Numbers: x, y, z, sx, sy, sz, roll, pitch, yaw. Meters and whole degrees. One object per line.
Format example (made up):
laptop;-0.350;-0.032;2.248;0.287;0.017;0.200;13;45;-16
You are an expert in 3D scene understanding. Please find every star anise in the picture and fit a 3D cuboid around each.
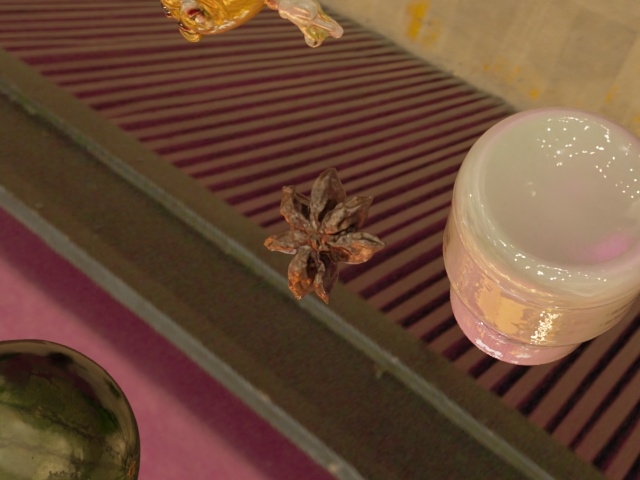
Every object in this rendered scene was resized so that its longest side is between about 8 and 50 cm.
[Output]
star anise;-0.005;-0.015;1.490;0.212;0.073;0.197;-48;62;27

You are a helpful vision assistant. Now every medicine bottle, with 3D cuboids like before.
medicine bottle;0.268;0.011;1.162;0.241;0.241;0.302;39;161;18

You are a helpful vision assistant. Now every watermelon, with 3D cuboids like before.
watermelon;-0.305;0.220;0.983;0.242;0.242;0.242;8;106;30

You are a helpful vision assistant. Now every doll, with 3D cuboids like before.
doll;-0.117;-0.474;1.509;0.348;0.161;0.423;19;132;26
